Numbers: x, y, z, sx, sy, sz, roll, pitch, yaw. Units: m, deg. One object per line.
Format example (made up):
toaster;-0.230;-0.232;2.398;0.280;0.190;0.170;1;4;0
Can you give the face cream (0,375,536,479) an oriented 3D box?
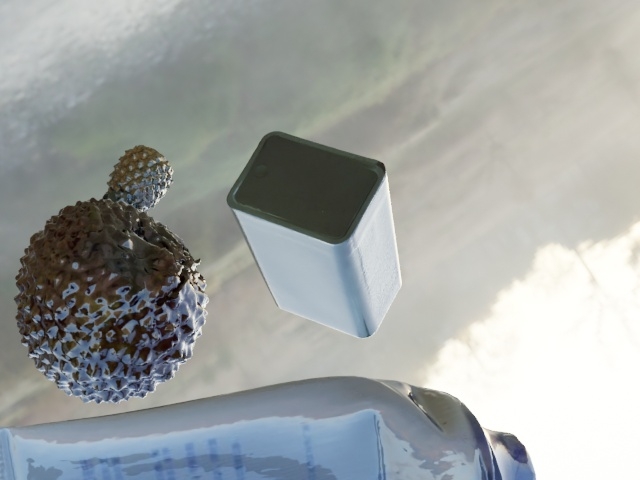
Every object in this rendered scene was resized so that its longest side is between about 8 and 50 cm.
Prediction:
face cream;-0.040;0.218;1.017;0.420;0.234;0.137;-9;-164;-11

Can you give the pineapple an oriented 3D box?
pineapple;-0.232;-0.037;1.559;0.074;0.074;0.159;-35;-156;55

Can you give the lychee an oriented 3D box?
lychee;-0.193;0.057;1.207;0.188;0.188;0.188;-33;179;-1

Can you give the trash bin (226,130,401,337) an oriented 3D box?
trash bin;0.000;0.000;1.628;0.122;0.164;0.240;-60;156;-25
